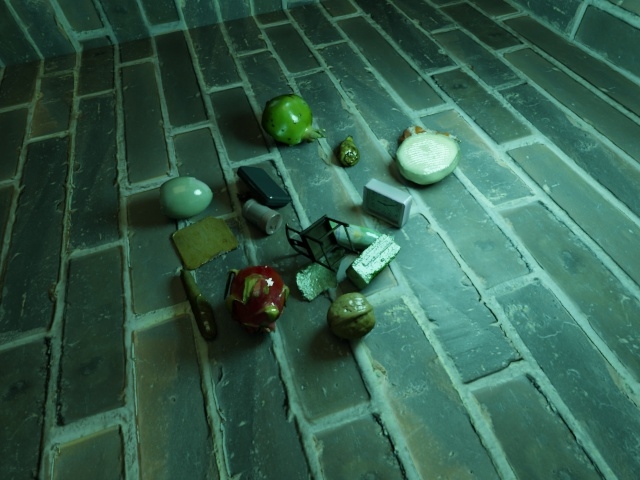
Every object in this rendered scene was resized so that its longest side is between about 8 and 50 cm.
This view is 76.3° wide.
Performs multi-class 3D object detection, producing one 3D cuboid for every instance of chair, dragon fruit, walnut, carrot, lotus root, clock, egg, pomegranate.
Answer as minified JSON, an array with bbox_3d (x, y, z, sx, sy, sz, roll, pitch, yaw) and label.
[{"bbox_3d":[0.000,0.000,1.519,0.141,0.154,0.260,-37,33,-21],"label":"chair"},{"bbox_3d":[-0.221,0.200,1.409,0.224,0.224,0.226,3,64,7],"label":"dragon fruit"},{"bbox_3d":[0.102,0.257,1.376,0.167,0.149,0.166,-1,79,4],"label":"walnut"},{"bbox_3d":[-0.455,0.217,1.499,0.070,0.070,0.342,-25,53,-15],"label":"carrot"},{"bbox_3d":[0.134,-0.431,1.954,0.108,0.094,0.190,15,42,-13],"label":"lotus root"},{"bbox_3d":[0.271,-0.153,1.681,0.197,0.150,0.063,29,56,24],"label":"clock"},{"bbox_3d":[-0.577,-0.185,1.755,0.217,0.183,0.183,-3,50,-16],"label":"egg"},{"bbox_3d":[-0.132,-0.578,2.001,0.341,0.260,0.260,25,57,7],"label":"pomegranate"}]

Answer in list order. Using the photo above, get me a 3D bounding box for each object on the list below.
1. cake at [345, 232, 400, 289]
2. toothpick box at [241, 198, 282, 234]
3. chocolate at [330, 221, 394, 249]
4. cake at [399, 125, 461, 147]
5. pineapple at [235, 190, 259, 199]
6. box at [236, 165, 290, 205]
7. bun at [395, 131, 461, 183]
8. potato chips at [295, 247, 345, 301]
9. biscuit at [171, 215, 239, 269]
[{"bbox_3d":[0.203,0.066,1.502,0.235,0.099,0.100,-43,83,-12],"label":"cake"},{"bbox_3d":[-0.246,-0.102,1.712,0.149,0.098,0.098,32,60,26],"label":"toothpick box"},{"bbox_3d":[0.142,-0.014,1.616,0.292,0.110,0.110,10,53,8],"label":"chocolate"},{"bbox_3d":[0.528,-0.490,1.961,0.288,0.098,0.135,7,53,10],"label":"cake"},{"bbox_3d":[-0.317,-0.201,1.824,0.125,0.058,0.058,-12,52,-4],"label":"pineapple"},{"bbox_3d":[-0.247,-0.238,1.782,0.230,0.050,0.160,47,26,21],"label":"box"},{"bbox_3d":[0.478,-0.356,1.829,0.288,0.146,0.287,-4,53,5],"label":"bun"},{"bbox_3d":[0.009,0.118,1.542,0.228,0.059,0.167,-28,47,-6],"label":"potato chips"},{"bbox_3d":[-0.485,-0.002,1.705,0.232,0.013,0.237,-28,56,-17],"label":"biscuit"}]
